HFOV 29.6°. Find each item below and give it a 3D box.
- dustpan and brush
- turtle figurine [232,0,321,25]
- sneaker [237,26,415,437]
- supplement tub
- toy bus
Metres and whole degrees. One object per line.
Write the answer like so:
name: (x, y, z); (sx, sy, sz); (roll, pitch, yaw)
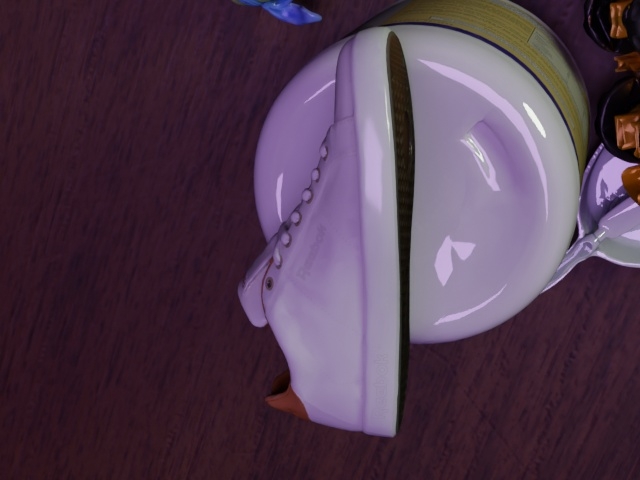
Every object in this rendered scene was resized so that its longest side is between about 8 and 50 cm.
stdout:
dustpan and brush: (0.273, -0.016, 1.127); (0.211, 0.060, 0.147); (-38, 95, 22)
turtle figurine: (-0.020, -0.329, 1.017); (0.266, 0.198, 0.275); (-38, 111, 14)
sneaker: (0.000, 0.000, 0.818); (0.123, 0.106, 0.290); (5, 111, 11)
supplement tub: (0.099, -0.079, 1.005); (0.241, 0.331, 0.241); (5, 109, 14)
toy bus: (0.342, -0.149, 1.004); (0.211, 0.149, 0.220); (-12, 104, -1)
